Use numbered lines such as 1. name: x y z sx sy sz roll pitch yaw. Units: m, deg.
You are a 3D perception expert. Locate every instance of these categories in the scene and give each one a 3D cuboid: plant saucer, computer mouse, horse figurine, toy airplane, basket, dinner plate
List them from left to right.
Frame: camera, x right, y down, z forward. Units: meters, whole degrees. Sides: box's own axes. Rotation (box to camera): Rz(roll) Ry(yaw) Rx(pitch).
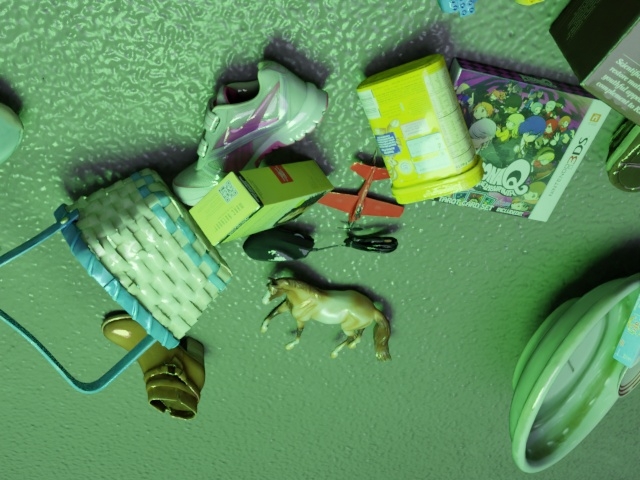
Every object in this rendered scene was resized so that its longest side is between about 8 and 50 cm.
1. basket: -0.293 0.061 0.977 0.289 0.201 0.255 -39 128 -12
2. computer mouse: 0.000 0.000 1.060 0.242 0.071 0.041 -3 108 -5
3. horse figurine: 0.014 0.133 1.169 0.263 0.066 0.174 14 133 -13
4. toy airplane: 0.066 -0.069 1.029 0.151 0.028 0.151 -1 129 -2
5. plant saucer: 0.437 0.211 1.179 0.400 0.100 0.400 -25 133 -30
6. dinner plate: 0.569 0.219 1.224 0.141 0.017 0.141 -26 135 -29

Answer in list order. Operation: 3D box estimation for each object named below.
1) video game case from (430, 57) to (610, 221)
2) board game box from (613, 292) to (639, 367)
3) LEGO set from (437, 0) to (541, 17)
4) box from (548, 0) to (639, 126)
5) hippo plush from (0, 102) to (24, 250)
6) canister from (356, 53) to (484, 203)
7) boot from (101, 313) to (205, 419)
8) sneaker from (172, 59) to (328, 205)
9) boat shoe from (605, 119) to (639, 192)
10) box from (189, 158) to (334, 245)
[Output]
1. video game case: 0.263 -0.136 0.980 0.232 0.042 0.210 10 127 -12
2. board game box: 0.578 0.102 1.127 0.211 0.039 0.160 -22 133 -31
3. LEGO set: 0.210 -0.314 0.795 0.227 0.093 0.087 -17 129 9
4. box: 0.396 -0.238 0.787 0.168 0.203 0.167 29 122 -12
5. hippo plush: -0.538 -0.111 0.872 0.236 0.234 0.294 2 120 34
6. canister: 0.132 -0.146 0.904 0.126 0.073 0.170 -12 113 29
7. boot: -0.283 0.212 1.153 0.197 0.152 0.073 22 125 -21
8. sneaker: -0.115 -0.148 0.913 0.252 0.103 0.111 -38 118 17
9. boat shoe: 0.484 -0.181 0.922 0.095 0.095 0.257 30 132 -14
10. box: -0.069 -0.056 0.909 0.087 0.232 0.058 -39 82 26
